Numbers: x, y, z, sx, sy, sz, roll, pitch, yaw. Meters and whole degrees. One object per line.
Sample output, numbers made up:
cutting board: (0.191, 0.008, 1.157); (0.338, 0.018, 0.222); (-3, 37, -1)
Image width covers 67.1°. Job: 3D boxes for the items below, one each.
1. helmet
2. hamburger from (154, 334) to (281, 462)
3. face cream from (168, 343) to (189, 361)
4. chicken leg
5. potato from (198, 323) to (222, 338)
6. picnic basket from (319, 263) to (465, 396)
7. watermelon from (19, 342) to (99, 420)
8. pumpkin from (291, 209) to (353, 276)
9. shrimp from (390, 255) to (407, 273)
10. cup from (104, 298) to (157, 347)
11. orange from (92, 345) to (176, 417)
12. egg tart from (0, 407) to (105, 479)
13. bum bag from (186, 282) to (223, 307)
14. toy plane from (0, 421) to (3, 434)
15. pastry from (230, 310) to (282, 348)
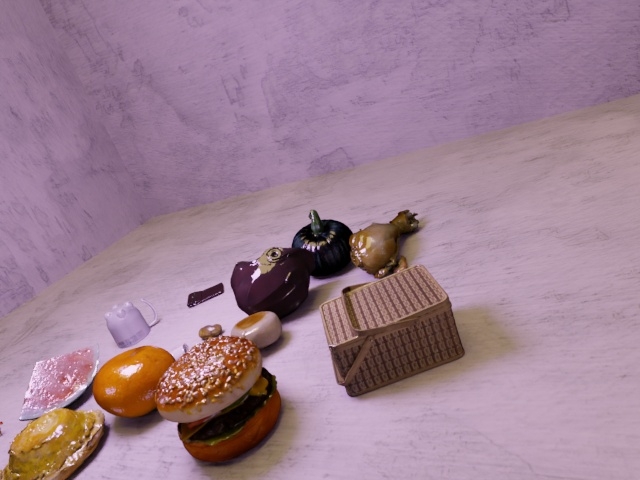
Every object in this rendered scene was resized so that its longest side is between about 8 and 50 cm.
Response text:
helmet: (-0.145, 0.157, 1.588); (0.305, 0.225, 0.177); (-20, 48, 5)
hamburger: (-0.241, 0.359, 1.149); (0.290, 0.225, 0.291); (-20, 17, 6)
face cream: (-0.527, 0.414, 1.544); (0.243, 0.058, 0.092); (-30, 25, -4)
chicken leg: (0.242, -0.011, 1.735); (0.201, 0.153, 0.429); (4, 24, 34)
potato: (-0.381, 0.313, 1.659); (0.092, 0.045, 0.046); (-14, -14, 14)
picnic basket: (0.158, 0.210, 1.186); (0.312, 0.176, 0.228); (-21, 21, 2)
watermelon: (-0.862, 0.465, 1.600); (0.259, 0.176, 0.255); (-8, 18, -34)
pumpkin: (0.000, 0.000, 1.777); (0.247, 0.248, 0.248); (-19, 20, 7)
shrimp: (0.263, 0.081, 1.626); (0.059, 0.023, 0.108); (-25, 18, 15)
cup: (-0.738, 0.313, 1.875); (0.173, 0.142, 0.134); (-21, 20, 1)
orange: (-0.525, 0.407, 1.384); (0.239, 0.172, 0.240); (-16, 14, 4)
egg tart: (-0.739, 0.553, 1.316); (0.294, 0.116, 0.295); (-20, 18, 7)
bum bag: (-0.481, 0.222, 2.011); (0.159, 0.026, 0.109); (-24, 20, -6)
toy plane: (-1.099, 0.648, 1.506); (0.126, 0.077, 0.194); (-11, 15, 17)
pastry: (-0.194, 0.279, 1.465); (0.156, 0.092, 0.156); (-23, 6, 3)
